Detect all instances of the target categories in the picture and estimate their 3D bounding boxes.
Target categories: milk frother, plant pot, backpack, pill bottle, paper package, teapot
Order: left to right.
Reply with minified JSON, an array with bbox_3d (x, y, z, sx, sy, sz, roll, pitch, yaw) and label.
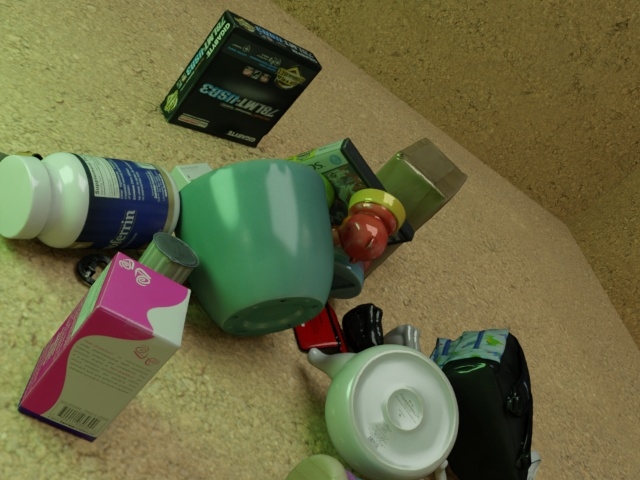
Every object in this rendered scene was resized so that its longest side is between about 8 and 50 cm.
[{"bbox_3d":[-0.375,-0.062,1.084,0.265,0.153,0.153,2,49,-51],"label":"pill bottle"},{"bbox_3d":[-0.293,0.041,1.068,0.143,0.134,0.129,29,17,-32],"label":"milk frother"},{"bbox_3d":[-0.107,0.032,1.198,0.293,0.293,0.235,13,53,-46],"label":"plant pot"},{"bbox_3d":[0.112,0.318,1.203,0.253,0.187,0.255,10,65,-19],"label":"teapot"},{"bbox_3d":[0.187,-0.084,1.703,0.168,0.325,0.309,46,27,5],"label":"paper package"},{"bbox_3d":[0.333,0.317,1.395,0.356,0.274,0.289,-32,109,-55],"label":"backpack"}]

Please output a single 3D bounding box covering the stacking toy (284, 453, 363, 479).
[{"bbox_3d":[0.089,0.458,1.037,0.330,0.141,0.141,38,27,-28],"label":"stacking toy"}]

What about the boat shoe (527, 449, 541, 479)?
[{"bbox_3d":[0.406,0.524,1.421,0.258,0.095,0.084,-10,62,-46],"label":"boat shoe"}]

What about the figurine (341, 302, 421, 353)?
[{"bbox_3d":[0.148,0.268,1.422,0.215,0.092,0.209,30,38,-35],"label":"figurine"}]

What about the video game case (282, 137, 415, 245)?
[{"bbox_3d":[0.030,-0.079,1.439,0.274,0.248,0.035,51,45,-29],"label":"video game case"}]

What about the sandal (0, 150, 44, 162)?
[{"bbox_3d":[-0.475,-0.110,1.118,0.219,0.060,0.090,19,36,-40],"label":"sandal"}]

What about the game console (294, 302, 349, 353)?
[{"bbox_3d":[-0.003,0.187,1.402,0.124,0.085,0.144,-4,46,-16],"label":"game console"}]

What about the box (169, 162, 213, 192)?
[{"bbox_3d":[-0.258,-0.090,1.344,0.087,0.102,0.101,49,28,13],"label":"box"}]

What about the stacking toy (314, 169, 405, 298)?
[{"bbox_3d":[0.000,0.000,1.415,0.280,0.309,0.130,25,52,0],"label":"stacking toy"}]

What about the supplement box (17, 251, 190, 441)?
[{"bbox_3d":[-0.276,0.140,0.861,0.111,0.220,0.113,33,29,-22],"label":"supplement box"}]

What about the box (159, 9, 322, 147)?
[{"bbox_3d":[-0.191,-0.378,1.635,0.296,0.293,0.073,11,40,-48],"label":"box"}]
